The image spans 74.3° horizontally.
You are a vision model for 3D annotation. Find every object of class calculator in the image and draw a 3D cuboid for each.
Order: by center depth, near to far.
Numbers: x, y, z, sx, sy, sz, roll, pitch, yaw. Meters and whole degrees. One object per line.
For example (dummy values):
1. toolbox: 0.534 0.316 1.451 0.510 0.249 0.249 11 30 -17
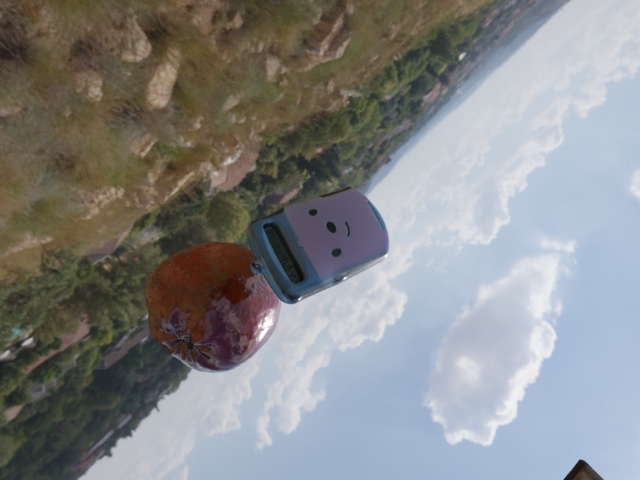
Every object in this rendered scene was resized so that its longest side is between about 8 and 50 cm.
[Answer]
1. calculator: 0.000 0.000 0.775 0.292 0.173 0.051 -22 167 -30

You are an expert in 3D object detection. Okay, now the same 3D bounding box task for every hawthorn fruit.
1. hawthorn fruit: -0.211 0.138 0.904 0.299 0.275 0.275 -19 161 -48

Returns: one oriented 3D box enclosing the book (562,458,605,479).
1. book: 0.562 0.583 0.837 0.158 0.026 0.231 -61 -159 11
